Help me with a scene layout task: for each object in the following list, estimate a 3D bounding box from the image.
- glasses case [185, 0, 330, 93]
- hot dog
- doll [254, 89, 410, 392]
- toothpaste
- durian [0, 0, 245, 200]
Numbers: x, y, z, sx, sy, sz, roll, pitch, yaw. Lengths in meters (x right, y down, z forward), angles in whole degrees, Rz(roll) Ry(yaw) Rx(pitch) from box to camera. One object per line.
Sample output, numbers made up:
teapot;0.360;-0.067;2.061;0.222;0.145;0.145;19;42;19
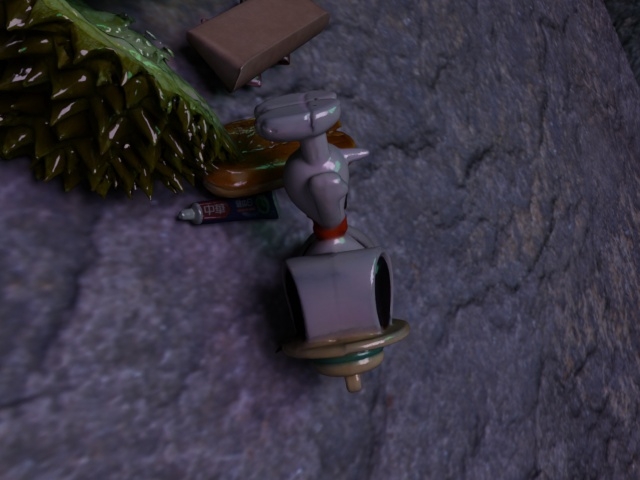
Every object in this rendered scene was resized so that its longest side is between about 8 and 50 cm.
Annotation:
glasses case;-0.085;-0.243;0.694;0.102;0.070;0.193;36;50;7
hot dog;-0.043;-0.103;0.669;0.236;0.062;0.092;-17;72;-40
doll;0.000;0.004;0.580;0.271;0.144;0.208;75;4;-45
toothpaste;-0.095;-0.035;0.630;0.140;0.021;0.037;-12;85;-47
durian;-0.222;-0.189;0.478;0.394;0.163;0.198;43;50;-11
